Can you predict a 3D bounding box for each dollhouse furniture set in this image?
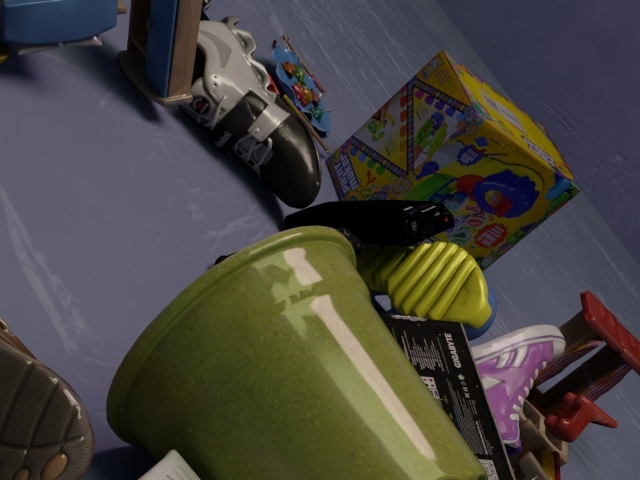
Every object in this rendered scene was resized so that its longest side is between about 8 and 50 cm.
[{"bbox_3d":[0.382,0.255,1.600,0.152,0.201,0.374,44,23,-9],"label":"dollhouse furniture set"},{"bbox_3d":[-0.341,-0.295,1.371,0.303,0.198,0.286,-16,47,-33],"label":"dollhouse furniture set"}]

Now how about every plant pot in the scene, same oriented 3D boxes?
[{"bbox_3d":[-0.002,0.172,0.933,0.254,0.276,0.276,47,21,26],"label":"plant pot"}]

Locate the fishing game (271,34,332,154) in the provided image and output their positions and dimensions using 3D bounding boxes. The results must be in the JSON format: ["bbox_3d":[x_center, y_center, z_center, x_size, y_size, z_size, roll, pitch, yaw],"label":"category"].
[{"bbox_3d":[-0.025,-0.272,1.873,0.189,0.041,0.264,52,18,-24],"label":"fishing game"}]

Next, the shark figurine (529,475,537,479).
[{"bbox_3d":[0.146,0.258,1.312,0.278,0.116,0.166,42,26,-8],"label":"shark figurine"}]

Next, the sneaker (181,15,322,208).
[{"bbox_3d":[-0.125,-0.176,1.534,0.146,0.122,0.330,-15,65,-44],"label":"sneaker"}]

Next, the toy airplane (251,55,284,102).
[{"bbox_3d":[-0.107,-0.290,1.813,0.151,0.028,0.151,45,18,-19],"label":"toy airplane"}]

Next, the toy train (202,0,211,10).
[{"bbox_3d":[-0.249,-0.453,1.764,0.184,0.080,0.105,43,19,-12],"label":"toy train"}]

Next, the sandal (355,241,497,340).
[{"bbox_3d":[0.136,0.077,1.447,0.138,0.126,0.317,54,-15,-26],"label":"sandal"}]

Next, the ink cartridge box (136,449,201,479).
[{"bbox_3d":[-0.138,0.303,0.757,0.198,0.115,0.273,50,24,3],"label":"ink cartridge box"}]

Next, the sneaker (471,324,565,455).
[{"bbox_3d":[0.262,0.223,1.511,0.282,0.102,0.161,-15,64,-31],"label":"sneaker"}]

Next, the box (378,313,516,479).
[{"bbox_3d":[0.065,0.212,1.162,0.257,0.079,0.322,5,40,-16],"label":"box"}]

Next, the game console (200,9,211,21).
[{"bbox_3d":[-0.172,-0.323,1.707,0.071,0.107,0.122,-26,73,-36],"label":"game console"}]

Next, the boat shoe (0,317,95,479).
[{"bbox_3d":[-0.308,0.086,0.832,0.324,0.123,0.116,42,-11,8],"label":"boat shoe"}]

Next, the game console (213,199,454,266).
[{"bbox_3d":[0.000,0.000,1.411,0.361,0.213,0.043,-20,108,-47],"label":"game console"}]

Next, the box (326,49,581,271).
[{"bbox_3d":[0.220,-0.110,1.783,0.290,0.279,0.177,27,31,-38],"label":"box"}]
